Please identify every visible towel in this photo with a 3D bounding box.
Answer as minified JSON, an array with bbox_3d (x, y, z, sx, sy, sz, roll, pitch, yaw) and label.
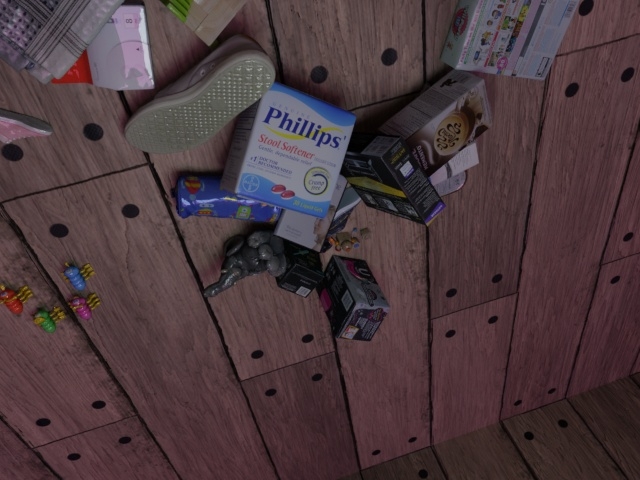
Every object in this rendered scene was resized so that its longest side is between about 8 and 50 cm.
[{"bbox_3d":[-0.600,-0.512,1.041,0.324,0.056,0.312,-36,125,20],"label":"towel"}]

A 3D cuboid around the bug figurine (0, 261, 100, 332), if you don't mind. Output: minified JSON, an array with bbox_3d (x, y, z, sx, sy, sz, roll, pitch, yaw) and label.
[{"bbox_3d":[-0.790,0.178,1.527,0.278,0.072,0.216,-21,130,-4],"label":"bug figurine"}]

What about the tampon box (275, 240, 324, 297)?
[{"bbox_3d":[-0.079,0.079,1.642,0.120,0.161,0.101,26,115,-33],"label":"tampon box"}]

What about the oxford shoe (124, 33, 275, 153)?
[{"bbox_3d":[-0.296,-0.345,1.254,0.449,0.130,0.169,-25,146,26],"label":"oxford shoe"}]

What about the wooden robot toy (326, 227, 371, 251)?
[{"bbox_3d":[0.090,0.015,1.706,0.173,0.079,0.076,-9,128,-12],"label":"wooden robot toy"}]

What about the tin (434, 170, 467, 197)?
[{"bbox_3d":[0.389,-0.190,1.684,0.189,0.040,0.106,-21,126,-3],"label":"tin"}]

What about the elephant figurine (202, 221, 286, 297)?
[{"bbox_3d":[-0.234,0.058,1.572,0.239,0.170,0.186,-23,168,24],"label":"elephant figurine"}]

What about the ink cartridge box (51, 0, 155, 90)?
[{"bbox_3d":[-0.506,-0.439,1.170,0.232,0.066,0.189,-9,128,-18],"label":"ink cartridge box"}]

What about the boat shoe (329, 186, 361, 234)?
[{"bbox_3d":[0.075,-0.095,1.634,0.183,0.065,0.083,-38,142,9],"label":"boat shoe"}]

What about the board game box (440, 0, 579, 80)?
[{"bbox_3d":[0.507,-0.568,1.398,0.303,0.097,0.224,0,125,-21],"label":"board game box"}]

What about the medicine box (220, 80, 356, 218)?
[{"bbox_3d":[-0.086,-0.233,1.350,0.263,0.149,0.289,14,96,-28],"label":"medicine box"}]

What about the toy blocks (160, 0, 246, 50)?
[{"bbox_3d":[-0.263,-0.608,1.062,0.261,0.191,0.381,-47,138,7],"label":"toy blocks"}]

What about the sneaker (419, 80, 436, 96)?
[{"bbox_3d":[0.308,-0.362,1.505,0.082,0.071,0.191,12,121,-33],"label":"sneaker"}]

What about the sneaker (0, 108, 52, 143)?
[{"bbox_3d":[-0.717,-0.261,1.234,0.134,0.051,0.070,14,122,-24],"label":"sneaker"}]

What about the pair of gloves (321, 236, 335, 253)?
[{"bbox_3d":[0.000,0.000,1.685,0.083,0.010,0.074,40,118,-7],"label":"pair of gloves"}]

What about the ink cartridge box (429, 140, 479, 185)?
[{"bbox_3d":[0.347,-0.252,1.547,0.203,0.148,0.086,-25,131,2],"label":"ink cartridge box"}]

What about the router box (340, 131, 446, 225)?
[{"bbox_3d":[0.167,-0.177,1.412,0.081,0.309,0.243,-46,119,-10],"label":"router box"}]

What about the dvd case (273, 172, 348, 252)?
[{"bbox_3d":[-0.022,-0.104,1.528,0.180,0.022,0.253,22,88,-39],"label":"dvd case"}]

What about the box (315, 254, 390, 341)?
[{"bbox_3d":[0.107,0.190,1.735,0.142,0.247,0.163,11,122,-28],"label":"box"}]

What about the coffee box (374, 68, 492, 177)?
[{"bbox_3d":[0.315,-0.309,1.423,0.297,0.119,0.168,-39,136,-6],"label":"coffee box"}]

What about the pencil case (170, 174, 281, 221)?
[{"bbox_3d":[-0.262,-0.114,1.458,0.306,0.119,0.133,1,132,-20],"label":"pencil case"}]
